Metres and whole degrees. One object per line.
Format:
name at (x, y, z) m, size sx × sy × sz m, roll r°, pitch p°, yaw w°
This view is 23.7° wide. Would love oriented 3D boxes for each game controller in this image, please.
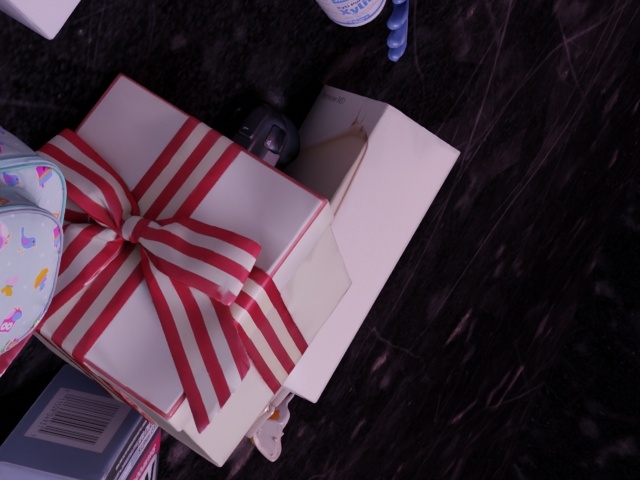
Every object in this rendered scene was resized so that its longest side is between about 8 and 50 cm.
game controller at (-0.124, 0.002, 1.581) m, size 0.319 × 0.067 × 0.166 m, roll -58°, pitch 174°, yaw 3°

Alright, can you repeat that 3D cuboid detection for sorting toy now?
sorting toy at (-0.059, 0.247, 2.101) m, size 0.075 × 0.045 × 0.083 m, roll -48°, pitch 159°, yaw -43°

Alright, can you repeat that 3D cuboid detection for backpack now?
backpack at (-0.268, 0.002, 1.113) m, size 0.188 × 0.144 × 0.166 m, roll -34°, pitch 144°, yaw -53°

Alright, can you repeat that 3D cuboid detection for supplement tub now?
supplement tub at (0.021, -0.258, 1.493) m, size 0.071 × 0.071 × 0.107 m, roll -57°, pitch 160°, yaw -1°

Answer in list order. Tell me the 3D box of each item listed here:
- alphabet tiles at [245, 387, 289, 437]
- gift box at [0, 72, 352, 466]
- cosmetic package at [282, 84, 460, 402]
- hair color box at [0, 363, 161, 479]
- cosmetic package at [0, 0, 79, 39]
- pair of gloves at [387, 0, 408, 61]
alphabet tiles at (-0.021, 0.105, 1.820) m, size 0.278 × 0.021 × 0.284 m, roll -53°, pitch -172°, yaw 41°
gift box at (-0.135, 0.049, 1.325) m, size 0.276 × 0.255 × 0.258 m, roll -59°, pitch 163°, yaw -14°
cosmetic package at (0.000, 0.000, 1.639) m, size 0.113 × 0.160 × 0.309 m, roll 30°, pitch 87°, yaw -29°
hair color box at (-0.244, 0.335, 1.513) m, size 0.185 × 0.113 × 0.374 m, roll -61°, pitch 160°, yaw -62°
cosmetic package at (-0.181, -0.266, 0.792) m, size 0.224 × 0.224 × 0.138 m, roll -56°, pitch 159°, yaw -4°
pair of gloves at (0.082, -0.289, 1.554) m, size 0.198 × 0.023 × 0.159 m, roll 88°, pitch 6°, yaw -55°
